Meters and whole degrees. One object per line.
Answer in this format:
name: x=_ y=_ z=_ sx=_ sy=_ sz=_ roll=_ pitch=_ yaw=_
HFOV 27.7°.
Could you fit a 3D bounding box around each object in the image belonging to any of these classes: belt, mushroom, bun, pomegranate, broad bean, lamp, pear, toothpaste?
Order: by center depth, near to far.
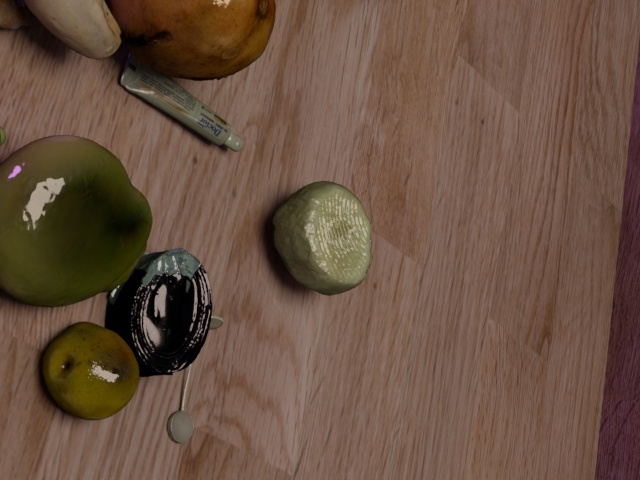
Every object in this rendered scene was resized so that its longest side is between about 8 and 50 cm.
mushroom: x=-0.376 y=-0.403 z=1.773 sx=0.351 sy=0.095 sz=0.123 roll=67 pitch=32 yaw=-26
broad bean: x=-0.347 y=-0.026 z=1.781 sx=0.291 sy=0.119 sz=0.238 roll=-2 pitch=102 yaw=-53
pear: x=-0.311 y=0.180 z=1.810 sx=0.141 sy=0.104 sz=0.141 roll=16 pitch=71 yaw=-53
belt: x=-0.240 y=0.103 z=1.929 sx=0.151 sy=0.078 sz=0.198 roll=36 pitch=59 yaw=-36
pomegranate: x=-0.193 y=-0.363 z=1.957 sx=0.260 sy=0.260 sz=0.260 roll=14 pitch=72 yaw=-49
lamp: x=-0.192 y=0.212 z=1.988 sx=0.050 sy=0.056 sz=0.198 roll=25 pitch=67 yaw=-49
toothpaste: x=-0.215 y=-0.213 z=2.056 sx=0.255 sy=0.037 sz=0.067 roll=34 pitch=63 yaw=-38
bun: x=0.000 y=0.000 z=2.211 sx=0.195 sy=0.118 sz=0.195 roll=16 pitch=67 yaw=-42

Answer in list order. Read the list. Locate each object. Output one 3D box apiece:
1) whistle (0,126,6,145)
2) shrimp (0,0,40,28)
whistle: x=-0.478 y=-0.091 z=1.672 sx=0.105 sy=0.085 sz=0.227 roll=42 pitch=51 yaw=-37
shrimp: x=-0.402 y=-0.409 z=1.853 sx=0.317 sy=0.062 sz=0.164 roll=-46 pitch=122 yaw=-40
